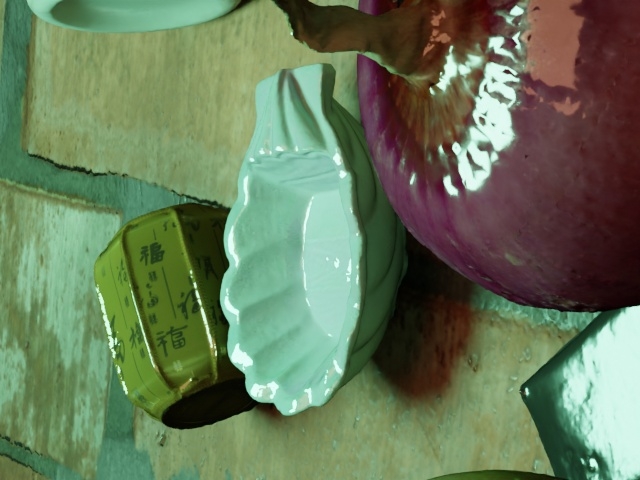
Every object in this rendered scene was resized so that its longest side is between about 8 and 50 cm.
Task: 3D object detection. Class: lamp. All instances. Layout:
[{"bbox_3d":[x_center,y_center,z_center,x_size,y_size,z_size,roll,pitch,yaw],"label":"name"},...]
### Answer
[{"bbox_3d":[-0.120,0.068,1.602,0.161,0.161,0.185,-47,56,44],"label":"lamp"}]

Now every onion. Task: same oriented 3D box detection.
[{"bbox_3d":[0.138,-0.133,1.117,0.358,0.345,0.358,4,-90,-90],"label":"onion"}]

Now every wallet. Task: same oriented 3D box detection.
[{"bbox_3d":[0.238,0.090,1.196,0.285,0.030,0.146,-51,46,43],"label":"wallet"}]

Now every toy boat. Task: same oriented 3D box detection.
[{"bbox_3d":[0.000,0.000,1.472,0.199,0.100,0.290,-7,83,51],"label":"toy boat"}]

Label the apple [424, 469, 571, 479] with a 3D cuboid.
[{"bbox_3d":[0.127,0.307,1.096,0.277,0.319,0.319,-144,60,-69],"label":"apple"}]

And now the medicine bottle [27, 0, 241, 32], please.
[{"bbox_3d":[-0.184,-0.397,1.651,0.211,0.211,0.371,-15,78,54],"label":"medicine bottle"}]
